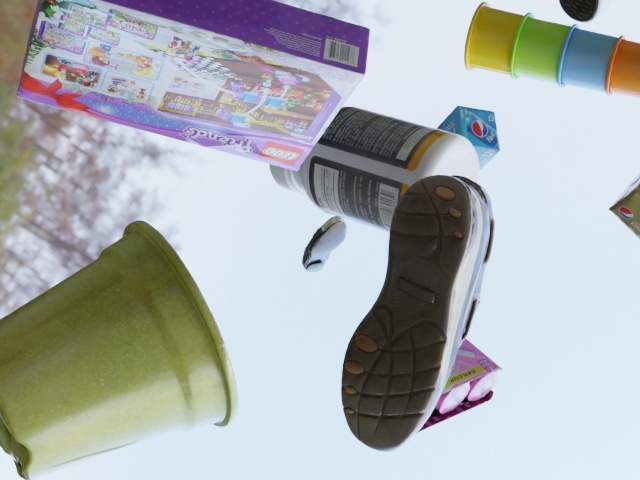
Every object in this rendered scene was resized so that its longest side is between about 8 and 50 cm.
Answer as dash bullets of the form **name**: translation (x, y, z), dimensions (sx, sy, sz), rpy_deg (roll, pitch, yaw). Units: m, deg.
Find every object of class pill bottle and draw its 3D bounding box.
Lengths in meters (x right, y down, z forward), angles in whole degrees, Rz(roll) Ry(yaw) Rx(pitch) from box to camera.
- **pill bottle**: translation (0.073, -0.102, 1.908), dimensions (0.278, 0.162, 0.162), rpy_deg (19, -105, 34)

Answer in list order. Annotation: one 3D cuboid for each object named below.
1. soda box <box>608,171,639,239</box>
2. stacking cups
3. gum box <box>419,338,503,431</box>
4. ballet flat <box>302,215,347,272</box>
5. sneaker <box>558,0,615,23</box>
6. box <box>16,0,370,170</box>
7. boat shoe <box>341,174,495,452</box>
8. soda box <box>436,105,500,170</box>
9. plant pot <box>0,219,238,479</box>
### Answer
- **soda box**: translation (0.393, -0.080, 1.445), dimensions (0.181, 0.058, 0.061), rpy_deg (-46, 179, -26)
- **stacking cups**: translation (0.349, -0.229, 1.718), dimensions (0.316, 0.096, 0.096), rpy_deg (16, -112, 17)
- **gum box**: translation (0.146, 0.186, 1.797), dimensions (0.107, 0.188, 0.062), rpy_deg (39, -51, 34)
- **ballet flat**: translation (0.000, 0.000, 2.185), dimensions (0.173, 0.057, 0.049), rpy_deg (124, -43, -59)
- **sneaker**: translation (0.391, -0.437, 1.779), dimensions (0.123, 0.290, 0.106), rpy_deg (-35, -121, -31)
- **box**: translation (-0.125, -0.166, 1.252), dimensions (0.201, 0.293, 0.057), rpy_deg (130, -29, -59)
- **boat shoe**: translation (0.133, 0.091, 1.587), dimensions (0.132, 0.130, 0.355), rpy_deg (31, -67, 29)
- **soda box**: translation (0.193, -0.121, 2.053), dimensions (0.210, 0.067, 0.071), rpy_deg (133, -41, -54)
- **plant pot**: translation (-0.275, 0.150, 1.587), dimensions (0.254, 0.276, 0.276), rpy_deg (-25, -159, -23)
